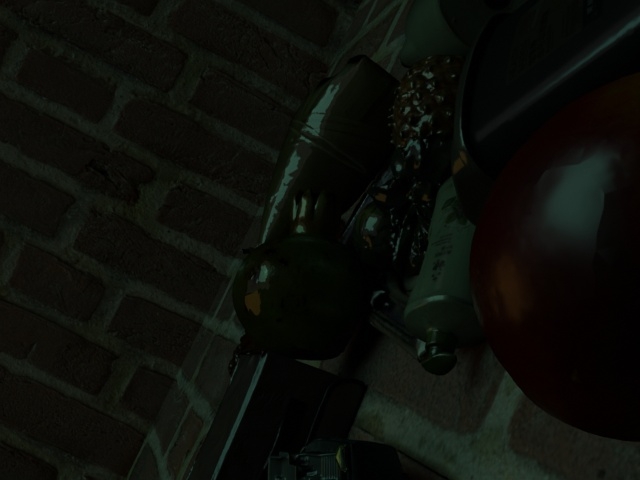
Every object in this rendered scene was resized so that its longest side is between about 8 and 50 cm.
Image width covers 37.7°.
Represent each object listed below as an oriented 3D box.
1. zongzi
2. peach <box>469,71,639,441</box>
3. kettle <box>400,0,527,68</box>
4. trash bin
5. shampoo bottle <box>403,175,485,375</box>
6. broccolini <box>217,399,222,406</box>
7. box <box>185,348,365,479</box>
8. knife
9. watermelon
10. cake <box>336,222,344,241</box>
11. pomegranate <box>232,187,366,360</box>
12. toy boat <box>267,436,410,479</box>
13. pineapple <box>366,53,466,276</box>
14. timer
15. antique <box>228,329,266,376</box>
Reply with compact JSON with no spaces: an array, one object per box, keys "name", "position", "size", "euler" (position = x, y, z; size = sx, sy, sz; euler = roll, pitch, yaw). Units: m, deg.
[{"name":"zongzi","position":[-0.017,-0.101,1.663],"size":[0.418,0.181,0.447],"euler":[-56,2,-12]},{"name":"peach","position":[0.200,0.004,0.578],"size":[0.243,0.199,0.243],"euler":[-57,2,3]},{"name":"kettle","position":[0.242,-0.339,1.360],"size":[0.240,0.165,0.255],"euler":[-34,3,-6]},{"name":"trash bin","position":[0.237,-0.135,0.802],"size":[0.290,0.182,0.209],"euler":[-39,25,52]},{"name":"shampoo bottle","position":[0.149,0.039,1.012],"size":[0.118,0.087,0.234],"euler":[-40,25,54]},{"name":"broccolini","position":[-0.201,0.367,1.958],"size":[0.239,0.054,0.051],"euler":[-131,54,-81]},{"name":"box","position":[-0.074,0.283,1.294],"size":[0.252,0.153,0.188],"euler":[-67,11,-14]},{"name":"knife","position":[0.100,0.088,1.238],"size":[0.089,0.043,0.365],"euler":[-62,12,2]},{"name":"watermelon","position":[0.108,-0.015,1.318],"size":[0.133,0.105,0.105],"euler":[-28,-6,-28]},{"name":"cake","position":[-0.018,-0.006,1.806],"size":[0.220,0.117,0.086],"euler":[-106,38,-73]},{"name":"pomegranate","position":[-0.033,0.052,1.342],"size":[0.240,0.159,0.190],"euler":[-67,27,16]},{"name":"toy boat","position":[0.008,0.273,1.026],"size":[0.296,0.122,0.114],"euler":[143,129,-71]},{"name":"pineapple","position":[0.145,-0.096,1.235],"size":[0.170,0.141,0.310],"euler":[-14,50,35]},{"name":"timer","position":[0.086,-0.029,1.473],"size":[0.208,0.069,0.191],"euler":[-60,3,4]},{"name":"antique","position":[-0.076,0.165,1.727],"size":[0.310,0.093,0.087],"euler":[-52,15,46]}]
